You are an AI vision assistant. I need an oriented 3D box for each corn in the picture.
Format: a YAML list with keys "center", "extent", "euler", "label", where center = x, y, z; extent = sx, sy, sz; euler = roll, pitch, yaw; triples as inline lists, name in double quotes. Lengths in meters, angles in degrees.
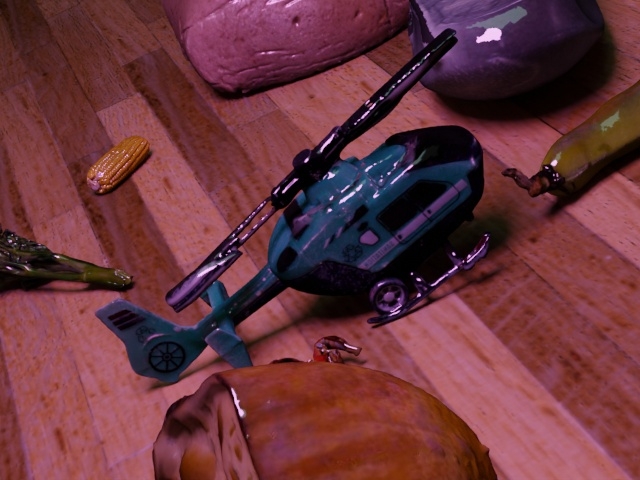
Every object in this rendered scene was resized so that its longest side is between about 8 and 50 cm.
- center: [-0.231, -0.089, 1.489]
  extent: [0.037, 0.037, 0.092]
  euler: [2, 35, 37]
  label: "corn"

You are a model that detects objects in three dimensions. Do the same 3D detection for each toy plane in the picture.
- center: [0.000, 0.000, 1.072]
  extent: [0.381, 0.155, 0.106]
  euler: [-38, 29, 8]
  label: "toy plane"

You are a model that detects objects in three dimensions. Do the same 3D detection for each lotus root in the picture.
- center: [0.008, 0.169, 0.793]
  extent: [0.180, 0.188, 0.199]
  euler: [-8, -18, -28]
  label: "lotus root"

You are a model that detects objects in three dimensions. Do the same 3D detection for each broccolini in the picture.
- center: [-0.268, 0.036, 1.317]
  extent: [0.201, 0.058, 0.074]
  euler: [16, 60, 27]
  label: "broccolini"

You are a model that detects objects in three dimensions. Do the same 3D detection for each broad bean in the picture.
- center: [0.287, -0.111, 1.147]
  extent: [0.325, 0.067, 0.075]
  euler: [-34, 1, -16]
  label: "broad bean"

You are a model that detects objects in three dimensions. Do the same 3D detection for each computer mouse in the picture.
- center: [0.185, -0.224, 1.347]
  extent: [0.203, 0.114, 0.374]
  euler: [-18, 22, 14]
  label: "computer mouse"

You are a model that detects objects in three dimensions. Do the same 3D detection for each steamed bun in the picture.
- center: [-0.048, -0.329, 1.591]
  extent: [0.301, 0.199, 0.251]
  euler: [-23, 29, -3]
  label: "steamed bun"

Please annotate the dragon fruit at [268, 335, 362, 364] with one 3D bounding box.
- center: [-0.009, 0.116, 0.948]
  extent: [0.094, 0.094, 0.190]
  euler: [-4, 26, 30]
  label: "dragon fruit"
